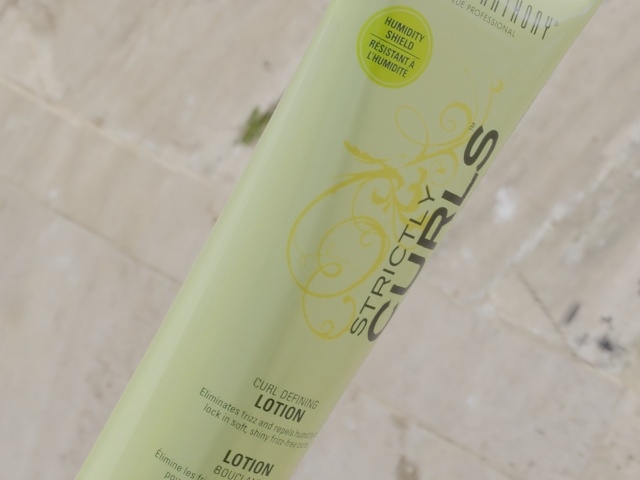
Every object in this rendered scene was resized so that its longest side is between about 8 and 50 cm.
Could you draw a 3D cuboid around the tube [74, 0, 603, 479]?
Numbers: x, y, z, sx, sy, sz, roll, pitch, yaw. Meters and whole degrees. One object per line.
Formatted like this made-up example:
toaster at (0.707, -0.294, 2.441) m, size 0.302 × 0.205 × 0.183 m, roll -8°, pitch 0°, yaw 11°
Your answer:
tube at (0.000, 0.000, 0.564) m, size 0.062 × 0.070 × 0.240 m, roll 33°, pitch 100°, yaw 14°
